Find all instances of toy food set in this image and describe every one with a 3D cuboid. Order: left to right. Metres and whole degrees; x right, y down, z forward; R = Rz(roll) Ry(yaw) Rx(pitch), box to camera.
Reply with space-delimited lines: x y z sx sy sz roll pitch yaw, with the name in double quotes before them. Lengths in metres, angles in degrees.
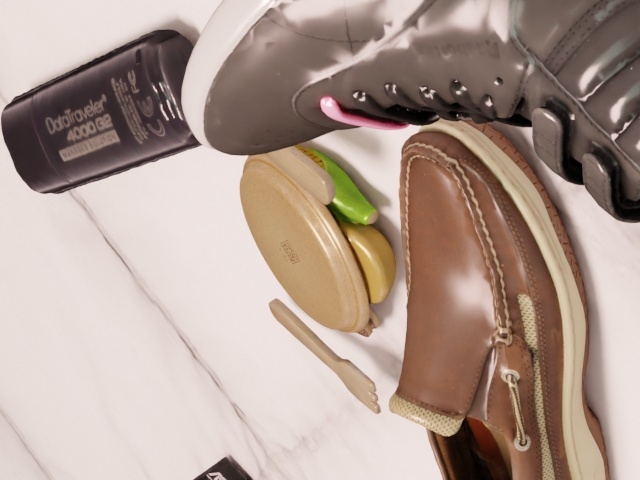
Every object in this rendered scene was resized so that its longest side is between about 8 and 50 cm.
"toy food set" 0.000 0.000 1.017 0.132 0.038 0.192 41 154 40

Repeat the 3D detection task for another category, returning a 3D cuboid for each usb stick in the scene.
"usb stick" -0.144 -0.080 1.143 0.278 0.045 0.077 -11 102 60

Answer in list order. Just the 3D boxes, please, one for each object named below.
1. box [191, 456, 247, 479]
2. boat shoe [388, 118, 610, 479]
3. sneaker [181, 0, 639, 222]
"box" -0.037 0.286 1.352 0.184 0.045 0.191 46 151 24
"boat shoe" 0.081 0.064 0.882 0.095 0.095 0.257 14 131 52
"sneaker" 0.066 -0.059 0.648 0.295 0.104 0.147 -27 72 35
